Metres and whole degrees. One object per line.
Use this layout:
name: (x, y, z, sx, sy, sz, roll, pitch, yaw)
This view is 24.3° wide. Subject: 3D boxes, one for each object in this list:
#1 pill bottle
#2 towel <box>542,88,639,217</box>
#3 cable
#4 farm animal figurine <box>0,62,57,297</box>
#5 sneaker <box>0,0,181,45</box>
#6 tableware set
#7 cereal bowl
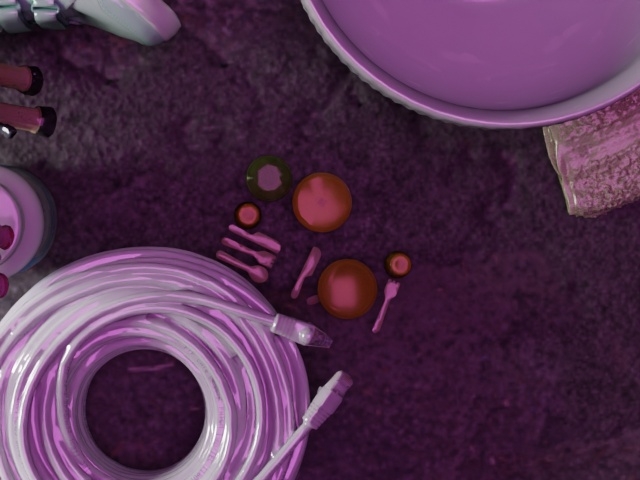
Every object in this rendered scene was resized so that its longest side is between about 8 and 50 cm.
pill bottle: (-0.245, -0.013, 1.103, 0.087, 0.160, 0.087, 0, 92, -4)
towel: (0.256, -0.087, 1.202, 0.148, 0.027, 0.110, -19, 94, -3)
cable: (-0.137, 0.131, 1.154, 0.257, 0.089, 0.257, 31, 91, -4)
farm animal figurine: (-0.350, -0.045, 0.979, 0.172, 0.327, 0.330, 8, 122, -45)
sneaker: (-0.242, -0.160, 1.129, 0.256, 0.094, 0.151, 21, 85, 5)
tableware set: (0.000, 0.000, 1.192, 0.154, 0.024, 0.104, 25, 87, -3)
cereal bowl: (0.135, -0.248, 1.130, 0.339, 0.141, 0.339, 0, 92, -3)
